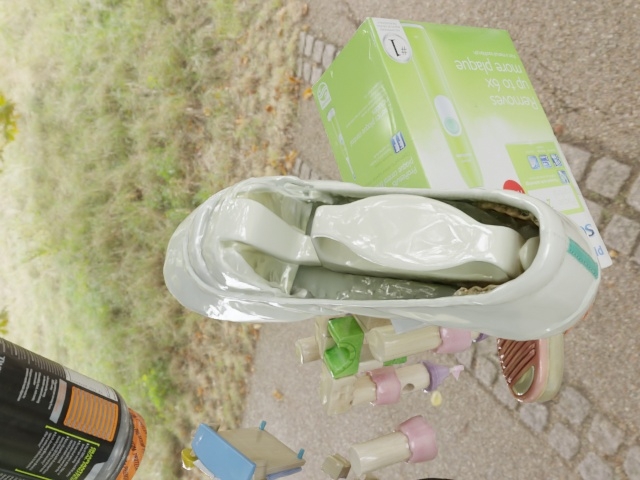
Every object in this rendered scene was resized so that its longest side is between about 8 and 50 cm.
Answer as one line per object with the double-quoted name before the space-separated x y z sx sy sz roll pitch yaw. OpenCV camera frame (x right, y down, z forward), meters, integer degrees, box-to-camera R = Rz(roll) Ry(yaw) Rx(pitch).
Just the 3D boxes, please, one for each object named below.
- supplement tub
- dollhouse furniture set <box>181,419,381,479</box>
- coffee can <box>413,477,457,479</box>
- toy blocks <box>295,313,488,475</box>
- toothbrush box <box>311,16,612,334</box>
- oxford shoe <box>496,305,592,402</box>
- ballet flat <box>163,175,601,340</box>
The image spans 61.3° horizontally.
"supplement tub" -0.436 0.284 0.825 0.316 0.193 0.194 45 -176 -39
"dollhouse furniture set" -0.089 0.483 1.008 0.303 0.286 0.198 24 90 32
"coffee can" 0.154 0.470 0.672 0.201 0.201 0.276 -133 30 -54
"toy blocks" 0.128 0.133 0.838 0.309 0.259 0.289 -127 35 -49
"toothbrush box" 0.141 -0.071 0.561 0.122 0.206 0.284 -34 69 55
"oxford shoe" 0.383 0.095 0.877 0.141 0.146 0.397 110 -177 -48
"ballet flat" 0.000 0.000 0.432 0.399 0.139 0.139 2 106 29
